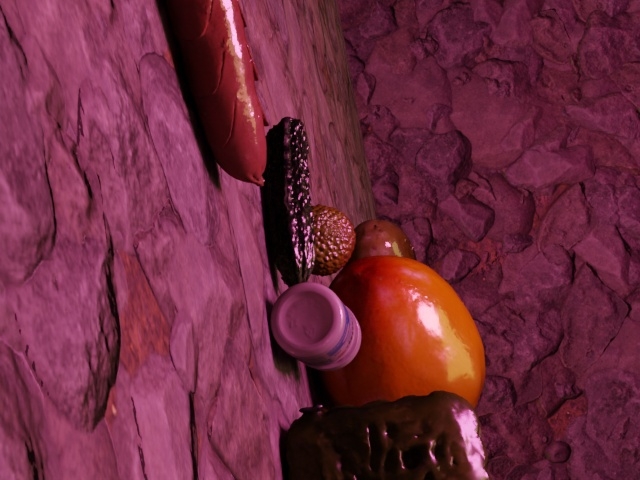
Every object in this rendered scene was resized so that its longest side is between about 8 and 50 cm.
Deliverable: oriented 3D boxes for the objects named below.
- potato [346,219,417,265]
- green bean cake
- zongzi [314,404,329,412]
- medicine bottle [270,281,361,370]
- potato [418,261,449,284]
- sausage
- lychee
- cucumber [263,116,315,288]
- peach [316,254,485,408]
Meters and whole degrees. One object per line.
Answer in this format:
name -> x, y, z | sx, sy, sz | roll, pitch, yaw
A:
potato -> 0.152, 0.068, 2.222 | 0.307, 0.173, 0.210 | 65, 18, -54
green bean cake -> 0.094, 0.326, 1.155 | 0.156, 0.249, 0.247 | 58, 23, -71
zongzi -> 0.089, 0.304, 1.337 | 0.204, 0.094, 0.205 | 59, -33, 8
medicine bottle -> -0.004, 0.123, 1.275 | 0.168, 0.105, 0.105 | 54, 26, -72
potato -> 0.133, 0.181, 1.770 | 0.285, 0.242, 0.243 | -30, -116, 52
sausage -> -0.128, -0.255, 1.003 | 0.088, 0.087, 0.433 | -81, 158, -68
lychee -> 0.000, 0.000, 1.456 | 0.146, 0.114, 0.114 | 27, 49, -55
cucumber -> -0.046, -0.055, 1.341 | 0.077, 0.077, 0.265 | 66, 16, -59
peach -> 0.116, 0.172, 1.504 | 0.308, 0.289, 0.289 | 47, 14, -9
